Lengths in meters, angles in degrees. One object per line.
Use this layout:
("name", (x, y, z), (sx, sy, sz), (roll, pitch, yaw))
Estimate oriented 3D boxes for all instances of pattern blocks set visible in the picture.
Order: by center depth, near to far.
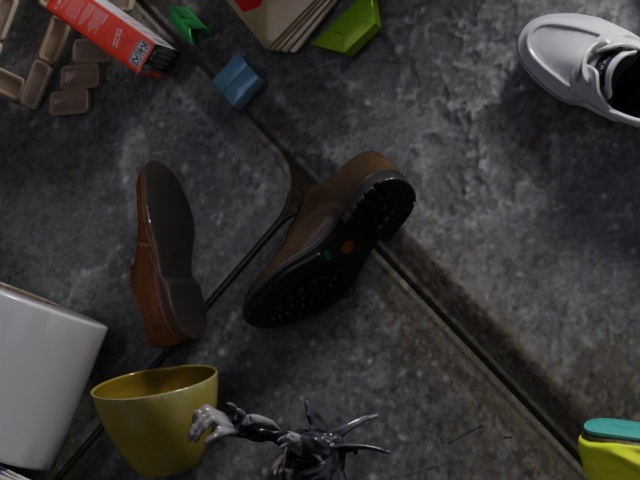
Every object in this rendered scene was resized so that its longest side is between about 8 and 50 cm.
("pattern blocks set", (-0.025, -0.312, 1.873), (0.325, 0.026, 0.285), (-37, 61, 16))

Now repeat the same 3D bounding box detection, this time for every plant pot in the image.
("plant pot", (-0.166, 0.192, 1.769), (0.134, 0.134, 0.095), (-4, 100, 29))

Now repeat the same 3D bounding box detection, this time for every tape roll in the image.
("tape roll", (-0.371, 0.127, 1.824), (0.246, 0.246, 0.169), (20, 87, 33))

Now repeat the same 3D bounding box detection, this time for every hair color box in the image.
("hair color box", (-0.237, -0.240, 1.927), (0.141, 0.072, 0.043), (35, 99, 17))

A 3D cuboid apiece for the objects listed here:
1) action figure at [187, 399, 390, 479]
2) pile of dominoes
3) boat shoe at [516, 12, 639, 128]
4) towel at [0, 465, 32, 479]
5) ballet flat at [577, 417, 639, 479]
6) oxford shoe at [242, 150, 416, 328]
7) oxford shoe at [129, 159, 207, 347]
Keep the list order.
("action figure", (-0.069, 0.251, 1.679), (0.276, 0.141, 0.164), (-38, 50, 18))
("pile of dominoes", (-0.300, -0.273, 2.029), (0.196, 0.040, 0.251), (27, 99, 29))
("boat shoe", (0.289, -0.160, 1.615), (0.258, 0.084, 0.095), (27, 91, 32))
("towel", (-0.393, 0.293, 1.812), (0.285, 0.034, 0.209), (19, 130, 18))
("ballet flat", (0.338, 0.204, 1.503), (0.231, 0.077, 0.077), (0, 98, 33))
("oxford shoe", (0.000, 0.000, 1.754), (0.227, 0.083, 0.096), (-45, 41, 11))
("oxford shoe", (-0.182, 0.015, 1.850), (0.076, 0.076, 0.212), (-23, 65, 35))
